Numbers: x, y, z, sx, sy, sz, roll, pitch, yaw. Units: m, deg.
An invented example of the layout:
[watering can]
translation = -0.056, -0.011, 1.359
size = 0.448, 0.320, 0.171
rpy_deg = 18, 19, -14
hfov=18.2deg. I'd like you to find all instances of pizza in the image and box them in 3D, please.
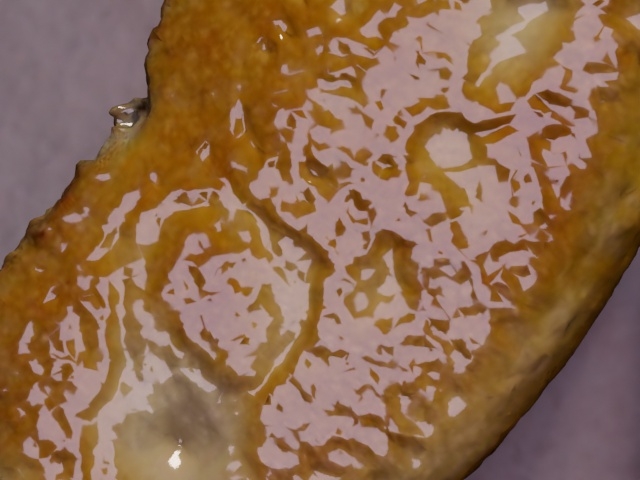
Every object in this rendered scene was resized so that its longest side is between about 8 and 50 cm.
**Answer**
[pizza]
translation = 0.000, 0.000, 0.676
size = 0.182, 0.074, 0.365
rpy_deg = 37, 92, 5
